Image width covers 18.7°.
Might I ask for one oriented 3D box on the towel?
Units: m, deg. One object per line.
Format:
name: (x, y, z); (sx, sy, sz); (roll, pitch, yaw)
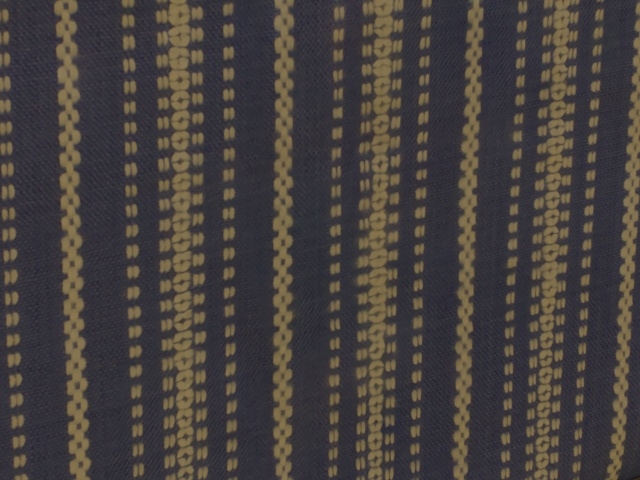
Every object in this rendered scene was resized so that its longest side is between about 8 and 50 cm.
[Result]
towel: (0.000, 0.000, 0.632); (0.336, 0.040, 0.243); (-12, 111, -31)
